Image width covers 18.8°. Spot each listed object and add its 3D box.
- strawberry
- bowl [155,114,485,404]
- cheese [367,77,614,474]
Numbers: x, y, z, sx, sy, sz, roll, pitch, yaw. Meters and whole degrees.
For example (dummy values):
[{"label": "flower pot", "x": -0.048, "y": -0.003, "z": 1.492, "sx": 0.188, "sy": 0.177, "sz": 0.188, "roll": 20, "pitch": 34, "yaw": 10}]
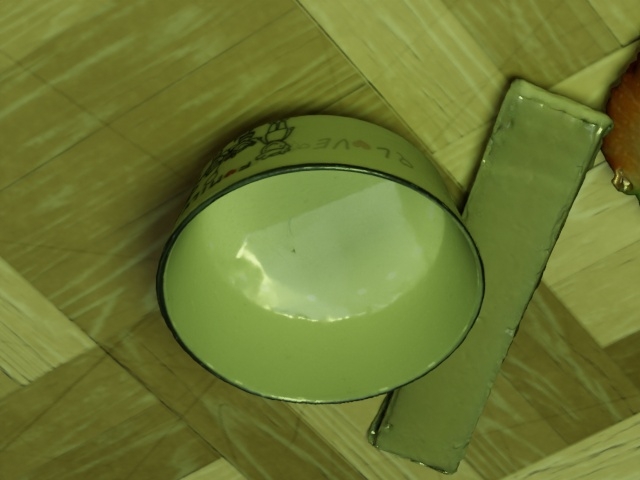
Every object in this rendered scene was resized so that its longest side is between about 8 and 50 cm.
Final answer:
[{"label": "strawberry", "x": 0.275, "y": -0.078, "z": 1.393, "sx": 0.140, "sy": 0.085, "sz": 0.192, "roll": -4, "pitch": 113, "yaw": 51}, {"label": "bowl", "x": 0.000, "y": 0.000, "z": 1.435, "sx": 0.238, "sy": 0.126, "sz": 0.237, "roll": 0, "pitch": 130, "yaw": 0}, {"label": "cheese", "x": 0.127, "y": 0.042, "z": 1.517, "sx": 0.085, "sy": 0.034, "sz": 0.400, "roll": 25, "pitch": 132, "yaw": 6}]
